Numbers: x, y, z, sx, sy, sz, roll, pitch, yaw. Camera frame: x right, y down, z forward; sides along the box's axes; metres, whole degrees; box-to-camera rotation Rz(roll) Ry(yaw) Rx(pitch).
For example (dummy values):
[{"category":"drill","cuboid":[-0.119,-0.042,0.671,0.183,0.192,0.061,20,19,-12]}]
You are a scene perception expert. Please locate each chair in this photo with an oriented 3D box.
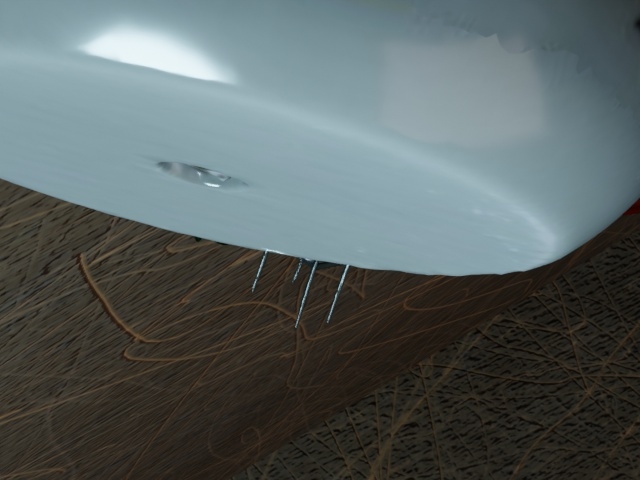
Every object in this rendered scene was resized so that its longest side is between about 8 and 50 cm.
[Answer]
[{"category":"chair","cuboid":[-0.001,-0.002,0.915,0.037,0.042,0.086,-10,136,-45]}]

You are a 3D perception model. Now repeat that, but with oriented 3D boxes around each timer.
[{"category":"timer","cuboid":[-0.004,-0.144,0.535,0.285,0.285,0.285,-33,168,-8]}]

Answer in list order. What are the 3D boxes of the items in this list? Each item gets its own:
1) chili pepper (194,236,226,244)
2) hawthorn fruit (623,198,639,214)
[{"category":"chili pepper","cuboid":[0.041,-0.123,0.869,0.385,0.167,0.213,-28,159,35]},{"category":"hawthorn fruit","cuboid":[0.172,-0.101,1.069,0.210,0.266,0.230,-14,162,-7]}]
